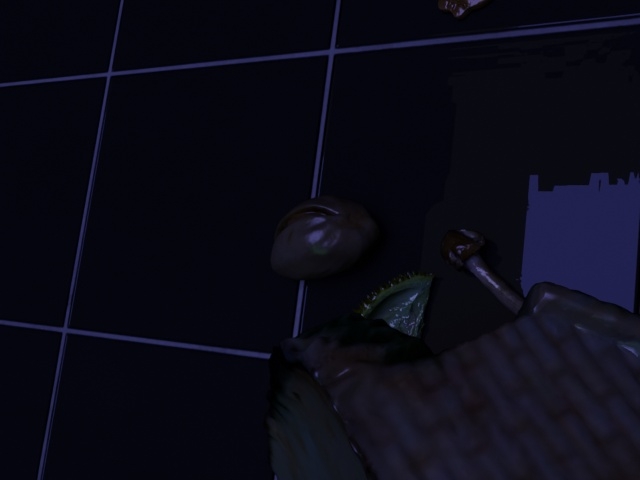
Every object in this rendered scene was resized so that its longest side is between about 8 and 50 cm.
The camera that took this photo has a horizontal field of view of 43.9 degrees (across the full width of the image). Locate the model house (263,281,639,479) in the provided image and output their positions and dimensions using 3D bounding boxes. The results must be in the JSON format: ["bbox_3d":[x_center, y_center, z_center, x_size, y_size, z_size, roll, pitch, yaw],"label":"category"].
[{"bbox_3d":[0.189,0.239,0.856,0.399,0.446,0.395,-20,57,-17],"label":"model house"}]

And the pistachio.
[{"bbox_3d":[0.000,0.000,1.177,0.184,0.124,0.125,-24,67,41],"label":"pistachio"}]

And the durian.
[{"bbox_3d":[0.086,0.133,1.117,0.100,0.086,0.216,22,88,18],"label":"durian"}]

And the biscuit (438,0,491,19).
[{"bbox_3d":[0.250,-0.415,1.173,0.184,0.027,0.134,-22,70,24],"label":"biscuit"}]

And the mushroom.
[{"bbox_3d":[0.236,0.051,1.060,0.061,0.060,0.187,-47,66,5],"label":"mushroom"}]
